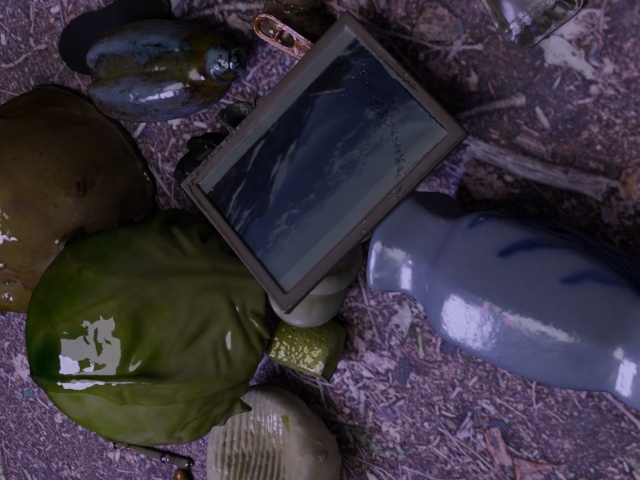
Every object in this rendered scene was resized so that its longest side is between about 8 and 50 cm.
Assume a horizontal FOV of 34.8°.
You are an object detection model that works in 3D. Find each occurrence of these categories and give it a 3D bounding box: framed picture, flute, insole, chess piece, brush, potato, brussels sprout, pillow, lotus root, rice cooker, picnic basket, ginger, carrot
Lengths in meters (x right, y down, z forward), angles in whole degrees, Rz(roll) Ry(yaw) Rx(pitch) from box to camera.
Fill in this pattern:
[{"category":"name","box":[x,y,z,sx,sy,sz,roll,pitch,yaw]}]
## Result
[{"category":"framed picture","box":[-0.003,-0.105,1.352,0.335,0.022,0.247,-44,69,11]},{"category":"flute","box":[-0.365,0.463,2.217,0.233,0.027,0.027,5,119,38]},{"category":"insole","box":[-0.350,-0.352,1.711,0.309,0.012,0.110,-22,100,45]},{"category":"chess piece","box":[0.000,0.000,1.535,0.182,0.182,0.330,36,139,17]},{"category":"brush","box":[0.039,-0.222,1.407,0.314,0.017,0.090,32,130,-2]},{"category":"potato","box":[-0.543,-0.029,1.864,0.385,0.319,0.442,40,137,15]},{"category":"brussels sprout","box":[-0.306,0.160,1.707,0.342,0.360,0.425,63,142,38]},{"category":"pillow","box":[0.219,-0.340,1.229,0.218,0.033,0.130,55,137,-1]},{"category":"lotus root","box":[-0.226,-0.264,1.581,0.322,0.140,0.158,1,92,33]},{"category":"rice cooker","box":[-0.161,-0.093,1.642,0.112,0.106,0.165,7,142,50]},{"category":"picnic basket","box":[-0.124,-0.188,1.590,0.083,0.065,0.083,40,151,20]},{"category":"ginger","box":[-0.026,-0.355,1.393,0.104,0.080,0.204,19,130,13]},{"category":"carrot","box":[-0.296,0.545,2.199,0.048,0.048,0.139,13,121,34]}]

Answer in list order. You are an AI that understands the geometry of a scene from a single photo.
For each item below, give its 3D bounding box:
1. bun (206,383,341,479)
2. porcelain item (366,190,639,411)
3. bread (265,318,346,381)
[{"category":"bun","box":[-0.080,0.395,1.827,0.259,0.160,0.259,-9,68,24]},{"category":"porcelain item","box":[0.269,0.066,1.291,0.405,0.242,0.179,24,103,33]},{"category":"bread","box":[-0.022,0.168,1.687,0.114,0.111,0.129,26,175,14]}]
